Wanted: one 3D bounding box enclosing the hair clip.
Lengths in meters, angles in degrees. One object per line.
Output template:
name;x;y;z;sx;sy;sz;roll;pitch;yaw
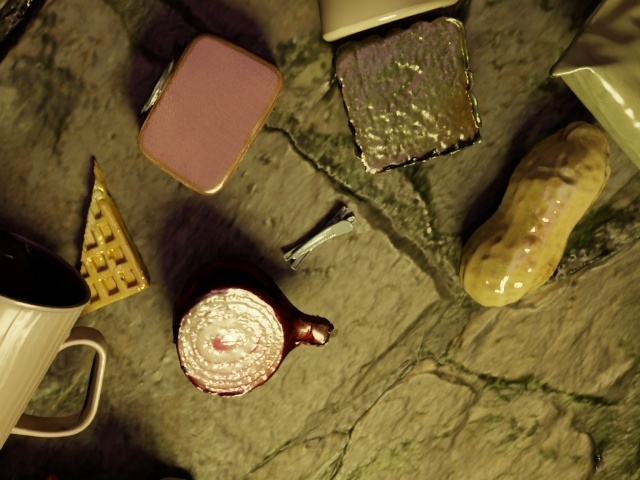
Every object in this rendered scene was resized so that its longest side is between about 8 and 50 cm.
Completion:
hair clip;-0.001;-0.001;1.208;0.115;0.039;0.030;-38;103;7

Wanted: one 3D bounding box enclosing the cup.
cup;-0.431;0.135;1.122;0.288;0.208;0.273;17;108;-49

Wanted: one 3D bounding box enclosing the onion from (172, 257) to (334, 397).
onion;-0.092;0.112;1.178;0.218;0.140;0.195;-3;111;-7

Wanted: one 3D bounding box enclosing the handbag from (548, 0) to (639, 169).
handbag;0.471;-0.217;1.147;0.316;0.109;0.253;39;81;-20

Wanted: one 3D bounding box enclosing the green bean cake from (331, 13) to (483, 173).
green bean cake;0.113;-0.196;1.131;0.173;0.094;0.181;-18;112;0

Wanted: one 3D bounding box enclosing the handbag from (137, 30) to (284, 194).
handbag;-0.148;-0.172;1.118;0.151;0.072;0.193;32;102;-15

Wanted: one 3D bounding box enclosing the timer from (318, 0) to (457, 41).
timer;0.051;-0.394;1.039;0.175;0.175;0.266;-17;100;-2

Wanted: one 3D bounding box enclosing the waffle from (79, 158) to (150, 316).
waffle;-0.321;0.000;1.172;0.125;0.032;0.191;-23;106;3

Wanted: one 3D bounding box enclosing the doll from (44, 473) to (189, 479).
doll;-0.323;0.444;1.197;0.309;0.284;0.240;-2;65;-3

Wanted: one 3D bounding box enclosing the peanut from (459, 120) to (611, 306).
peanut;0.301;-0.033;1.193;0.130;0.130;0.290;27;102;-15
